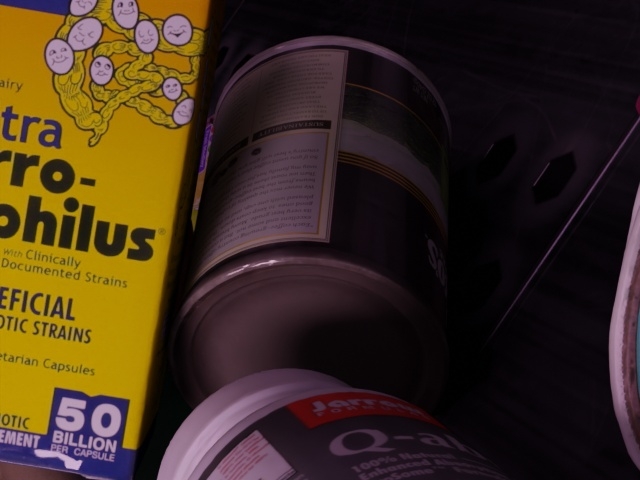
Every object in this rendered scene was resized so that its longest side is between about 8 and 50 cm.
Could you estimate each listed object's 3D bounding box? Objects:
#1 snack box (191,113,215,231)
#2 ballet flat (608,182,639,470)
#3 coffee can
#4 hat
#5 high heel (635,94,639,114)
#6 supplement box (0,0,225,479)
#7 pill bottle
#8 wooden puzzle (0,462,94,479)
[{"bbox_3d":[-0.053,-0.066,1.645,0.207,0.070,0.175,-31,44,41],"label":"snack box"},{"bbox_3d":[0.241,-0.035,1.001,0.139,0.139,0.400,-15,57,56],"label":"ballet flat"},{"bbox_3d":[0.000,0.000,1.319,0.201,0.201,0.275,-39,28,32],"label":"coffee can"},{"bbox_3d":[-0.104,0.128,1.411,0.183,0.208,0.173,-34,63,7],"label":"hat"},{"bbox_3d":[0.298,-0.178,1.150,0.117,0.082,0.244,20,89,55],"label":"high heel"},{"bbox_3d":[-0.193,-0.028,1.234,0.195,0.194,0.357,-117,36,-87],"label":"supplement box"},{"bbox_3d":[0.029,0.204,0.978,0.210,0.210,0.363,-55,24,-1],"label":"pill bottle"},{"bbox_3d":[-0.193,0.327,1.286,0.322,0.080,0.348,-158,72,-70],"label":"wooden puzzle"}]
